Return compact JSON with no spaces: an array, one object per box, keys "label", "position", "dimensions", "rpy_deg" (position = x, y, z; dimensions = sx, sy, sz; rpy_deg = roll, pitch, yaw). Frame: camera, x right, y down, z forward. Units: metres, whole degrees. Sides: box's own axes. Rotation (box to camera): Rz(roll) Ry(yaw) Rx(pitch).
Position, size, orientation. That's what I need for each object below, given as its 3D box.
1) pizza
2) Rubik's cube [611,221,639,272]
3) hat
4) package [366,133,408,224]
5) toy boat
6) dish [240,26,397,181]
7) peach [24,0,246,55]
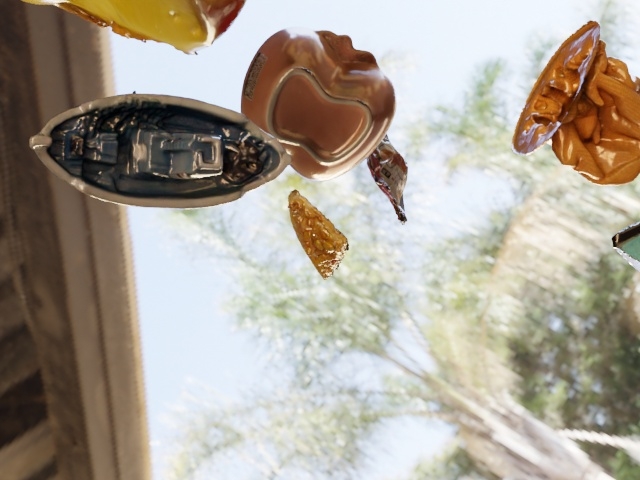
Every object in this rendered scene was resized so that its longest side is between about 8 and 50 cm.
[{"label":"pizza","position":[0.000,0.000,2.099],"dimensions":[0.041,0.131,0.178],"rpy_deg":[-35,-52,-25]},{"label":"Rubik's cube","position":[0.451,-0.008,1.166],"dimensions":[0.234,0.284,0.250],"rpy_deg":[-59,-12,-2]},{"label":"hat","position":[0.444,-0.176,1.805],"dimensions":[0.244,0.233,0.233],"rpy_deg":[-61,9,27]},{"label":"package","position":[0.108,-0.160,2.229],"dimensions":[0.071,0.194,0.269],"rpy_deg":[-23,-49,11]},{"label":"toy boat","position":[-0.176,-0.100,1.365],"dimensions":[0.309,0.142,0.129],"rpy_deg":[2,-89,-27]},{"label":"dish","position":[-0.005,-0.171,1.580],"dimensions":[0.090,0.213,0.213],"rpy_deg":[-92,20,-70]},{"label":"peach","position":[-0.242,-0.387,1.450],"dimensions":[0.242,0.380,0.306],"rpy_deg":[-69,-24,-14]}]
